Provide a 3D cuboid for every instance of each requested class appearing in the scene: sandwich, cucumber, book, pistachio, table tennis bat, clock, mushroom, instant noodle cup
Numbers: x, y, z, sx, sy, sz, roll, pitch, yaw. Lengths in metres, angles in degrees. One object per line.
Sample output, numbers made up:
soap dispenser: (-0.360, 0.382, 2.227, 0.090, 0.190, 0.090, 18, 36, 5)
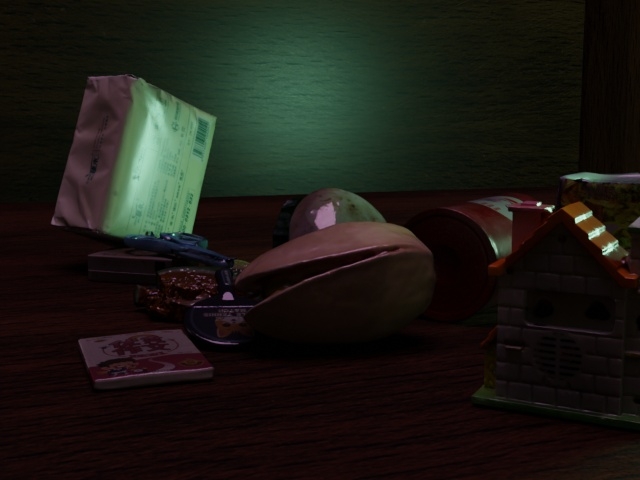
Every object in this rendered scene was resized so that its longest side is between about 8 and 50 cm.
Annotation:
sandwich: (-0.227, 0.093, 1.661, 0.235, 0.079, 0.159, 4, 9, 22)
cucumber: (-0.001, 0.010, 1.962, 0.130, 0.191, 0.191, 7, 11, 33)
book: (-0.257, 0.168, 1.343, 0.162, 0.022, 0.232, -2, 9, -19)
pistachio: (0.027, 0.069, 1.449, 0.318, 0.193, 0.214, -10, -24, -24)
table tennis bat: (-0.149, 0.112, 1.515, 0.150, 0.027, 0.236, 0, 27, -10)
clock: (0.309, 0.082, 1.136, 0.220, 0.255, 0.106, 5, 10, 28)
mushroom: (0.020, 0.031, 1.774, 0.244, 0.243, 0.243, 0, 8, 0)
instant noodle cup: (0.510, 0.028, 1.487, 0.340, 0.265, 0.340, 1, 8, 0)

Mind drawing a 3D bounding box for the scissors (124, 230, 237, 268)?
scissors: (-0.274, 0.020, 1.927, 0.180, 0.032, 0.393, -3, 10, -32)

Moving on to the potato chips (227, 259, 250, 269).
potato chips: (-0.149, 0.065, 2.049, 0.209, 0.026, 0.142, 4, 6, 11)

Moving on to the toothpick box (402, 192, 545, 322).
toothpick box: (0.298, 0.023, 1.730, 0.204, 0.204, 0.333, 5, 9, 32)

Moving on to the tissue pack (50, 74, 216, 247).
tissue pack: (-0.430, -0.164, 2.184, 0.207, 0.380, 0.297, 4, -13, 37)

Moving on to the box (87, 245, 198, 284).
box: (-0.380, 0.053, 2.008, 0.201, 0.058, 0.141, 3, 9, 16)
